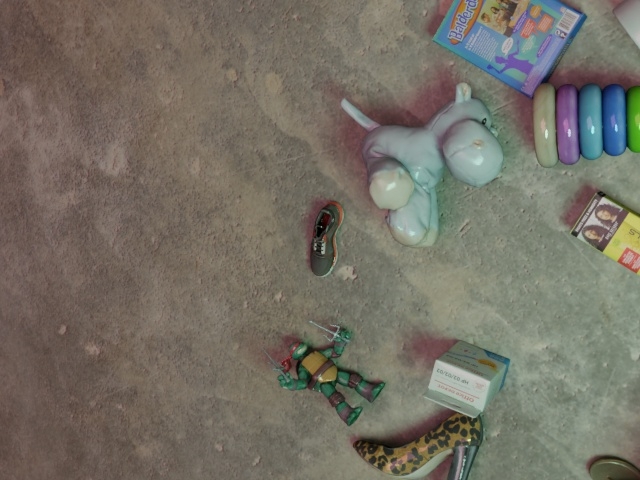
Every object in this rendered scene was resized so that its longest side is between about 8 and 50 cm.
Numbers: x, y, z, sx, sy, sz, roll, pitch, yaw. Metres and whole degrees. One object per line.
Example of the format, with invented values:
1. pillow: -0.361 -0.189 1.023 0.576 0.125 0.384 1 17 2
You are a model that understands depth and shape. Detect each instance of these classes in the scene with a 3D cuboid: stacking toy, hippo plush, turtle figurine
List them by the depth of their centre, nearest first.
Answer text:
1. stacking toy: 0.512 -0.195 1.221 0.330 0.141 0.141 -2 97 21
2. hippo plush: 0.209 -0.137 1.367 0.236 0.234 0.294 -24 43 11
3. turtle figurine: 0.005 0.259 1.557 0.234 0.118 0.175 38 72 16

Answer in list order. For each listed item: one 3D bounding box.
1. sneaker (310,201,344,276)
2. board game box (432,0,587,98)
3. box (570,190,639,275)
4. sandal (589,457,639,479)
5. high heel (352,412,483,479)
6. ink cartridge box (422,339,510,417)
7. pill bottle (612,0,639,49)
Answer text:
1. sneaker: 0.000 0.000 1.542 0.061 0.065 0.158 15 104 25
2. board game box: 0.322 -0.365 1.327 0.210 0.047 0.160 37 113 18
3. box: 0.537 0.014 1.267 0.232 0.058 0.087 35 111 18
4. sandal: 0.548 0.451 1.335 0.180 0.049 0.072 46 115 14
5. high heel: 0.192 0.384 1.513 0.261 0.093 0.186 14 82 38
6. ink cartridge box: 0.263 0.244 1.377 0.104 0.181 0.062 19 106 24
7. pill bottle: 0.590 -0.376 1.121 0.283 0.161 0.161 -37 80 27
